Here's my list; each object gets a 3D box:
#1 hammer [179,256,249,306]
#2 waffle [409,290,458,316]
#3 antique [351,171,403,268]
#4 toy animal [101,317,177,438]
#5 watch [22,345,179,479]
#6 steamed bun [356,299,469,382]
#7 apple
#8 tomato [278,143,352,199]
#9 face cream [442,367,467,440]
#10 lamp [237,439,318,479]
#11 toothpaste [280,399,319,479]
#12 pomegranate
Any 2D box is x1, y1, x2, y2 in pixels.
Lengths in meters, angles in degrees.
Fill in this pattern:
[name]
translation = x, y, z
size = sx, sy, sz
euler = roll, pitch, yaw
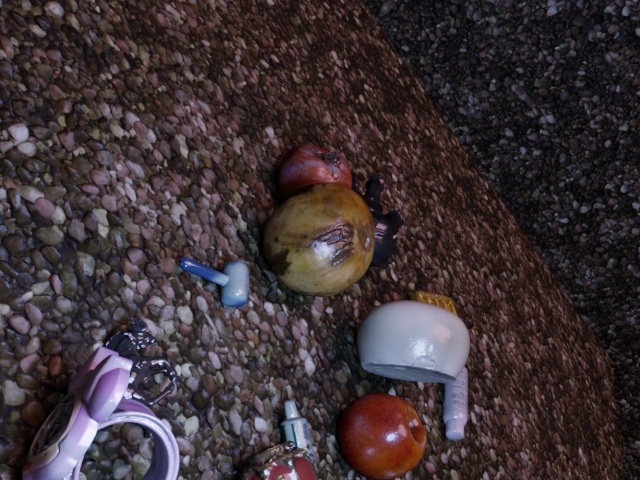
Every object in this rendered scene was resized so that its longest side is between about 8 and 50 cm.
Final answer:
[hammer]
translation = -0.252, 0.082, 1.630
size = 0.194, 0.069, 0.116
euler = 27, 46, -36
[waffle]
translation = 0.420, 0.297, 2.444
size = 0.248, 0.055, 0.221
euler = 16, 53, -49
[antique]
translation = 0.148, -0.058, 2.207
size = 0.322, 0.185, 0.255
euler = 62, 29, -6
[toy animal]
translation = -0.360, 0.270, 1.324
size = 0.148, 0.084, 0.232
euler = 25, 50, -20
[watch]
translation = -0.344, 0.335, 1.151
size = 0.217, 0.211, 0.248
euler = 40, 73, -24
[steamed bun]
translation = 0.263, 0.281, 1.960
size = 0.324, 0.324, 0.206
euler = 27, 65, -43
[apple]
translation = 0.156, 0.499, 1.761
size = 0.218, 0.201, 0.218
euler = 46, 28, -33
[tomato]
translation = -0.023, -0.176, 2.047
size = 0.232, 0.188, 0.232
euler = 16, 29, -9
[face cream]
translation = 0.443, 0.532, 2.263
size = 0.082, 0.082, 0.269
euler = 46, 34, -24
[lamp]
translation = -0.067, 0.560, 1.423
size = 0.177, 0.177, 0.273
euler = -4, 71, -57
[toothpaste]
translation = -0.032, 0.559, 1.573
size = 0.099, 0.061, 0.392
euler = 12, 59, -52
[pomegranate]
translation = 0.000, 0.000, 1.852
size = 0.322, 0.322, 0.322
euler = 35, 39, -36
